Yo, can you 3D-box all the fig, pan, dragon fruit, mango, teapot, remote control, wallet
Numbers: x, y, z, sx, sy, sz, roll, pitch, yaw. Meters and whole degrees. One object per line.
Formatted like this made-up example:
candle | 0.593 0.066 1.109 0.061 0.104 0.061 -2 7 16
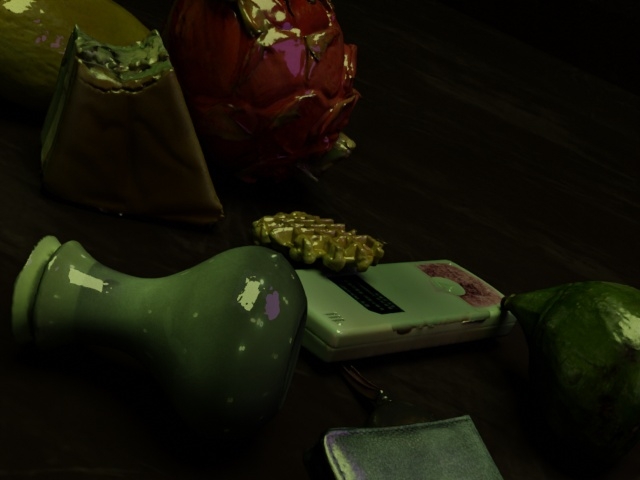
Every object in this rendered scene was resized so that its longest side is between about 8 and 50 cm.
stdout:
fig | 0.293 0.121 1.174 0.235 0.203 0.203 36 28 29
pan | 0.074 0.179 1.052 0.114 0.040 0.212 11 29 -38
dragon fruit | -0.088 -0.233 1.404 0.342 0.277 0.277 54 21 -14
mango | -0.343 -0.267 1.395 0.331 0.142 0.195 0 75 -50
teapot | -0.144 0.076 0.929 0.250 0.184 0.183 13 25 5
remote control | 0.092 0.079 1.233 0.344 0.050 0.145 -1 29 -43
wallet | 0.096 0.239 0.917 0.222 0.036 0.167 2 49 -43

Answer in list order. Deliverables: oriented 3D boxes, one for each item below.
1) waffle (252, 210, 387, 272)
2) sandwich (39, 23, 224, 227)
waffle | 0.000 0.000 1.262 0.192 0.046 0.160 12 11 26
sandwich | -0.209 -0.146 1.242 0.227 0.198 0.155 12 28 -24
